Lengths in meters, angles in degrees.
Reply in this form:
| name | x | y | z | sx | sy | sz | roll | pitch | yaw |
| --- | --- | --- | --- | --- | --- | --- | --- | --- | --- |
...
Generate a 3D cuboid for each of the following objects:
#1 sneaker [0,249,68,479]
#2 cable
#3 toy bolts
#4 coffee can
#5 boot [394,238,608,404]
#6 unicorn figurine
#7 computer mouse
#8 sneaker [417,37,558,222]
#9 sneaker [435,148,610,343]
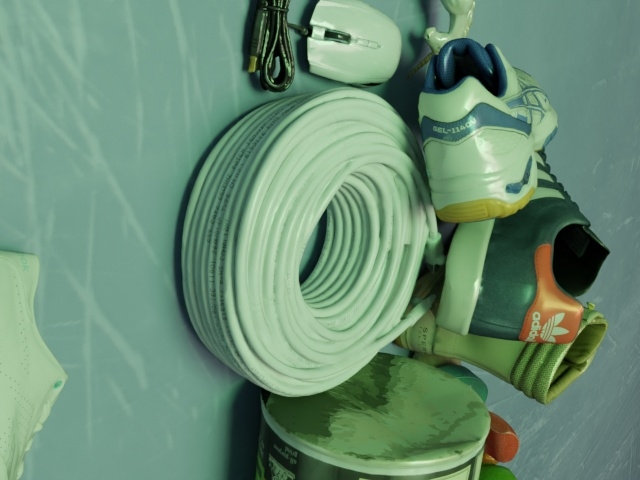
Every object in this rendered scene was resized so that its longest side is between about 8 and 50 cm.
| name | x | y | z | sx | sy | sz | roll | pitch | yaw |
| --- | --- | --- | --- | --- | --- | --- | --- | --- | --- |
| sneaker | -0.190 | 0.109 | 0.415 | 0.094 | 0.080 | 0.212 | -18 | 117 | -60 |
| cable | 0.000 | 0.000 | 0.593 | 0.257 | 0.089 | 0.257 | -36 | 129 | -38 |
| toy bolts | 0.133 | 0.237 | 0.858 | 0.218 | 0.159 | 0.229 | -11 | 133 | -5 |
| coffee can | 0.035 | 0.267 | 0.648 | 0.201 | 0.201 | 0.276 | -11 | 112 | -49 |
| boot | 0.233 | 0.058 | 0.808 | 0.262 | 0.203 | 0.095 | -41 | 133 | -33 |
| unicorn figurine | 0.125 | -0.248 | 0.668 | 0.162 | 0.060 | 0.111 | -66 | 153 | -17 |
| computer mouse | 0.019 | -0.169 | 0.585 | 0.193 | 0.042 | 0.106 | -6 | 108 | -50 |
| sneaker | 0.158 | -0.136 | 0.666 | 0.296 | 0.111 | 0.131 | -63 | 138 | -58 |
| sneaker | 0.228 | -0.022 | 0.752 | 0.131 | 0.148 | 0.350 | 91 | 18 | -45 |
